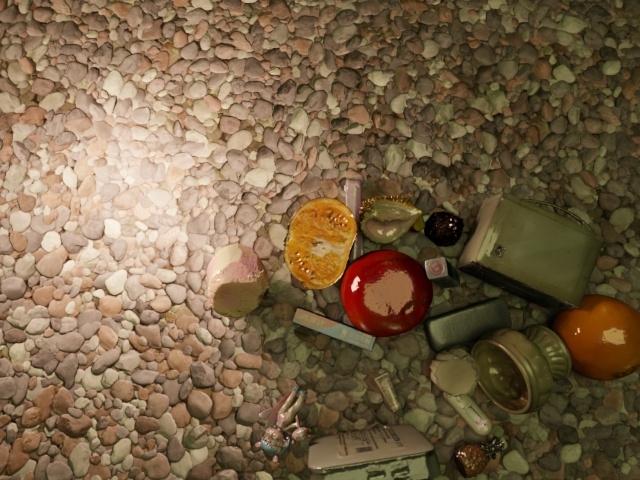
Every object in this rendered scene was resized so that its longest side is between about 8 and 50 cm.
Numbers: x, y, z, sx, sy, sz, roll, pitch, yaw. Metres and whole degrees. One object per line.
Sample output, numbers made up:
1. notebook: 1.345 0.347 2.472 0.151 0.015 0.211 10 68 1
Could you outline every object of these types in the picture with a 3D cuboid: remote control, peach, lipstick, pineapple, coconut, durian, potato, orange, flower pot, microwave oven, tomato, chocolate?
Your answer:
1. remote control: 0.553 0.633 1.641 0.078 0.042 0.221 -41 83 -6
2. peach: 0.373 -0.073 1.746 0.077 0.050 0.083 -28 92 -29
3. lipstick: 0.451 0.122 1.601 0.076 0.289 0.078 -14 72 22
4. pineapple: 0.586 0.782 1.595 0.197 0.108 0.108 -17 81 -15
5. coconut: -0.303 0.141 1.611 0.233 0.245 0.233 -5 119 -9
6. durian: 0.246 -0.091 1.702 0.249 0.183 0.138 -7 39 -18
7. potato: -0.055 0.361 1.681 0.093 0.036 0.037 16 118 19
8. orange: 0.997 0.345 1.570 0.312 0.312 0.312 0 81 -1
9. flower pot: 0.721 0.443 1.561 0.244 0.307 0.308 -17 81 -20
10. orange: 0.004 -0.001 1.630 0.274 0.274 0.310 4 125 -1
11. microwave oven: 0.766 0.040 1.639 0.394 0.247 0.333 25 83 3
12. tomato: 0.234 0.184 1.590 0.325 0.293 0.290 -23 98 3
13. chocolate: 0.499 -0.057 1.707 0.156 0.133 0.156 1 79 -3

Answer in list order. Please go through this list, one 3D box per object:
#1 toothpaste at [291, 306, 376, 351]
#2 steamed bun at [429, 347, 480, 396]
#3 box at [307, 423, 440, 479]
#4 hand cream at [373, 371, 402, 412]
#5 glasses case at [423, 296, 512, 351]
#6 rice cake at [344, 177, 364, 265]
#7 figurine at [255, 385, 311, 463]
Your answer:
1. toothpaste: 0.051 0.333 1.662 0.320 0.076 0.066 19 84 3
2. steamed bun: 0.493 0.476 1.611 0.182 0.106 0.183 1 101 4
3. box: 0.160 0.711 1.444 0.396 0.396 0.111 -8 79 -1
4. hand cream: 0.258 0.575 1.652 0.061 0.039 0.143 -26 73 2
5. glasses case: 0.560 0.319 1.676 0.323 0.074 0.131 -16 81 -4
6. rice cake: 0.134 -0.073 1.741 0.072 0.056 0.365 -1 80 1
7. figurine: -0.112 0.667 1.585 0.205 0.103 0.260 22 76 28
